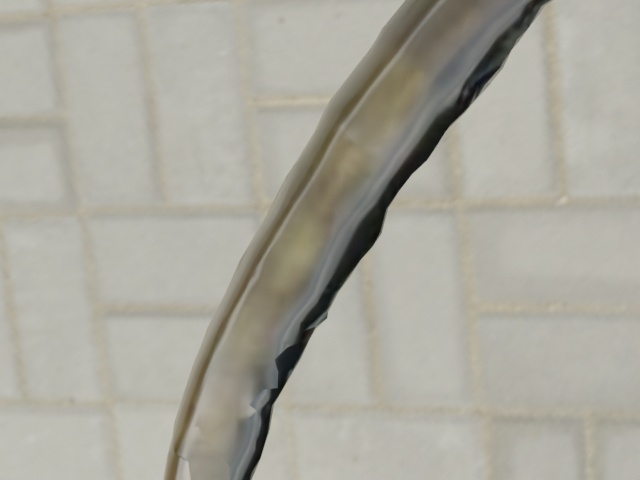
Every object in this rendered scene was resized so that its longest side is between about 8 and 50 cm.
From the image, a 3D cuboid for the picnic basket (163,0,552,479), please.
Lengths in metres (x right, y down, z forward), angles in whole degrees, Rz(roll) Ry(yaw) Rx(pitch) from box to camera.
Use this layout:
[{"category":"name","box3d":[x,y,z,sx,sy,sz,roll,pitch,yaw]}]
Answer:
[{"category":"picnic basket","box3d":[0.123,0.069,0.378,0.337,0.337,0.293,35,99,10]}]
